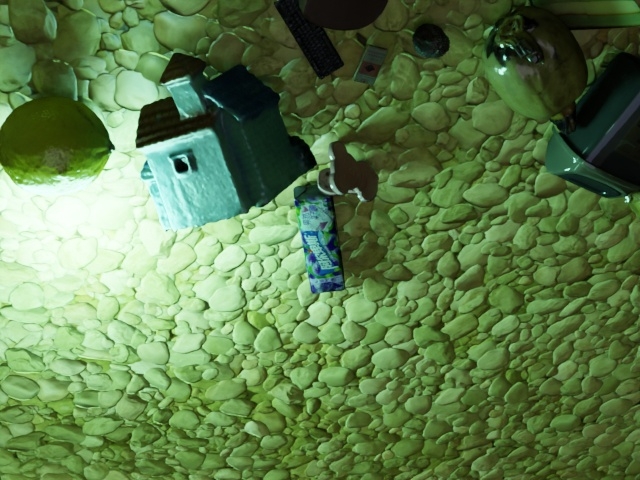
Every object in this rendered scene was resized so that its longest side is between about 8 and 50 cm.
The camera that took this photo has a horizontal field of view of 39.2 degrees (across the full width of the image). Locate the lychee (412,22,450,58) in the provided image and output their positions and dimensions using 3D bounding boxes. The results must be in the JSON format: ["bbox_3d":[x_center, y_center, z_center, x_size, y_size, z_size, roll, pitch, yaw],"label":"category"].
[{"bbox_3d":[0.216,-0.391,1.761,0.083,0.068,0.067,12,89,-41],"label":"lychee"}]

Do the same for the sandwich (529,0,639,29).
[{"bbox_3d":[0.502,-0.437,1.696,0.144,0.187,0.117,-39,127,16],"label":"sandwich"}]

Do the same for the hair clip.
[{"bbox_3d":[0.069,-0.140,1.943,0.138,0.123,0.102,8,159,-11],"label":"hair clip"}]

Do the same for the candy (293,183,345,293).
[{"bbox_3d":[0.000,0.000,2.086,0.088,0.061,0.312,-8,133,1],"label":"candy"}]

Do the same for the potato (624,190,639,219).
[{"bbox_3d":[0.832,-0.128,1.988,0.246,0.196,0.299,11,142,-41],"label":"potato"}]

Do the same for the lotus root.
[{"bbox_3d":[0.442,-0.328,1.791,0.182,0.183,0.310,-32,130,19],"label":"lotus root"}]

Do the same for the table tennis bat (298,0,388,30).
[{"bbox_3d":[0.001,-0.470,1.673,0.274,0.021,0.154,5,129,-21],"label":"table tennis bat"}]

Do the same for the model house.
[{"bbox_3d":[-0.225,-0.219,1.768,0.294,0.252,0.329,-12,114,32],"label":"model house"}]

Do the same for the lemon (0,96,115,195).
[{"bbox_3d":[-0.515,-0.182,1.740,0.231,0.192,0.192,-2,133,1],"label":"lemon"}]

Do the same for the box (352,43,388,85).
[{"bbox_3d":[0.101,-0.354,1.812,0.046,0.012,0.083,10,128,-20],"label":"box"}]

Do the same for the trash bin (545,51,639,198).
[{"bbox_3d":[0.632,-0.233,1.911,0.209,0.182,0.290,20,120,-24],"label":"trash bin"}]

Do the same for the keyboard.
[{"bbox_3d":[-0.021,-0.398,1.748,0.060,0.018,0.195,-27,131,11],"label":"keyboard"}]
